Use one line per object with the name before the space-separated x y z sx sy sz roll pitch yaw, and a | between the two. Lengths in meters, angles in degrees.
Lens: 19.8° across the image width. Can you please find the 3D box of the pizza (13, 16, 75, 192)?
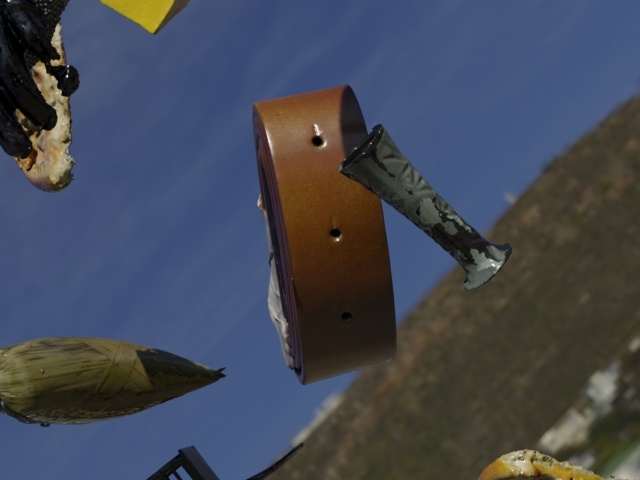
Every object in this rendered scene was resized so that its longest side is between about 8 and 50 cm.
pizza | -0.307 -0.152 2.003 0.052 0.185 0.195 -2 -76 -25

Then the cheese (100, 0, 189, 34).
cheese | -0.160 -0.328 1.958 0.171 0.093 0.126 -57 1 25

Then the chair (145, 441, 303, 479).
chair | -0.134 0.302 2.439 0.212 0.101 0.084 -40 -6 4

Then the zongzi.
zongzi | -0.266 0.172 2.254 0.228 0.256 0.115 22 -113 -73

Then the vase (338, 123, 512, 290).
vase | 0.095 -0.028 1.645 0.059 0.167 0.059 -46 10 11

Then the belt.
belt | 0.000 0.000 2.001 0.122 0.217 0.338 -12 -61 -7

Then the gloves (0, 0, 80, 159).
gloves | -0.295 -0.156 1.677 0.106 0.129 0.180 48 -138 -34

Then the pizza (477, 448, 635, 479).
pizza | 0.221 0.237 1.637 0.184 0.176 0.036 106 171 -64
